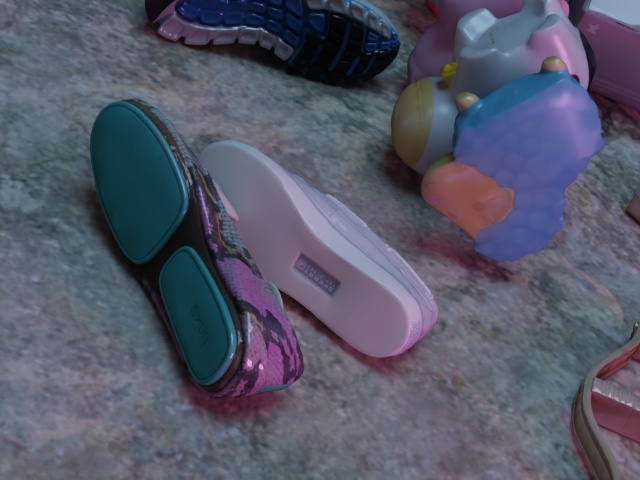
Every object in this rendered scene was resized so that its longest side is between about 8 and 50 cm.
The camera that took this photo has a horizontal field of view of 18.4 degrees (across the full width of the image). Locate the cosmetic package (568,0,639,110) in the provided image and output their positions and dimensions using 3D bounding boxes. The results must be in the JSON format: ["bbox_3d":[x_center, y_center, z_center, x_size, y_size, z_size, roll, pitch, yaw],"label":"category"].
[{"bbox_3d":[0.279,-0.223,1.584,0.127,0.107,0.238,24,62,-1],"label":"cosmetic package"}]

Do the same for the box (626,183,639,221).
[{"bbox_3d":[0.328,0.015,1.395,0.058,0.087,0.232,-16,51,-44],"label":"box"}]

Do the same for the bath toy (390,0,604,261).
[{"bbox_3d":[0.124,-0.132,1.432,0.151,0.129,0.348,-19,32,13],"label":"bath toy"}]

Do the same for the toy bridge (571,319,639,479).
[{"bbox_3d":[0.193,0.108,1.250,0.063,0.026,0.188,22,36,-1],"label":"toy bridge"}]

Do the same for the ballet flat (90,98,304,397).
[{"bbox_3d":[-0.073,0.008,1.198,0.079,0.077,0.221,13,38,-46],"label":"ballet flat"}]

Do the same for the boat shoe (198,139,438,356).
[{"bbox_3d":[0.000,0.000,1.249,0.184,0.066,0.063,36,23,19],"label":"boat shoe"}]

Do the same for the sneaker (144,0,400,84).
[{"bbox_3d":[-0.032,-0.174,1.443,0.191,0.071,0.083,16,31,-12],"label":"sneaker"}]
